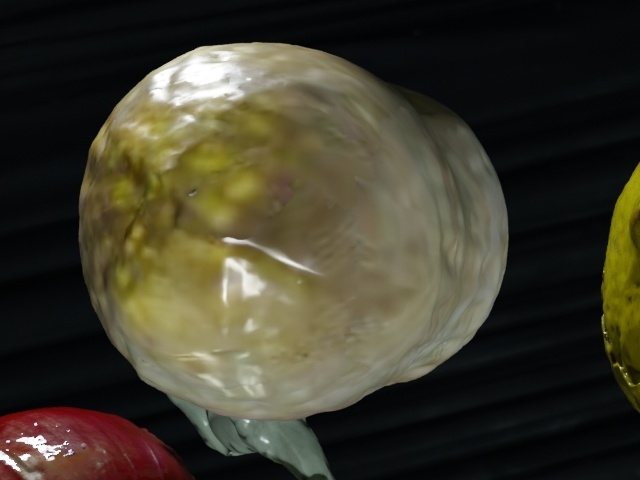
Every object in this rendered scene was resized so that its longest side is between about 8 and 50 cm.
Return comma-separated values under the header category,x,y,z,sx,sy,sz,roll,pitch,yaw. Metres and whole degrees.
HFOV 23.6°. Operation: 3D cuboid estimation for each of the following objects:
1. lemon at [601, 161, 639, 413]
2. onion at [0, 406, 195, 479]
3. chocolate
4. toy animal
category,x,y,z,sx,sy,sz,roll,pitch,yaw
lemon,0.417,0.043,1.268,0.350,0.387,0.350,-48,32,46
onion,-0.218,0.311,1.189,0.341,0.341,0.341,167,90,-79
chocolate,0.000,0.000,0.573,0.309,0.134,0.134,-12,-91,-77
toy animal,-0.054,0.148,1.209,0.176,0.073,0.217,56,162,-16
